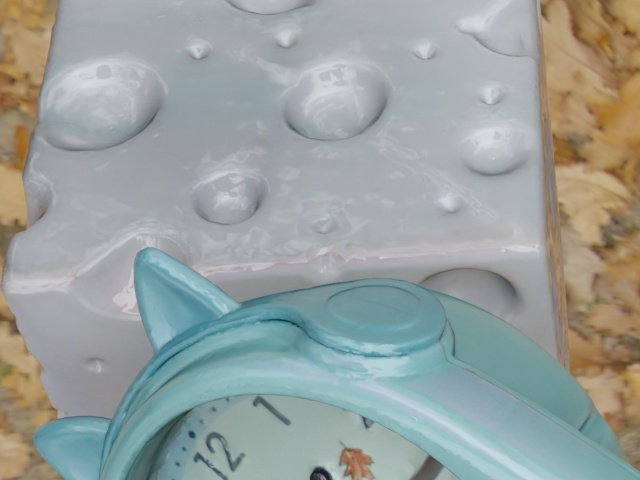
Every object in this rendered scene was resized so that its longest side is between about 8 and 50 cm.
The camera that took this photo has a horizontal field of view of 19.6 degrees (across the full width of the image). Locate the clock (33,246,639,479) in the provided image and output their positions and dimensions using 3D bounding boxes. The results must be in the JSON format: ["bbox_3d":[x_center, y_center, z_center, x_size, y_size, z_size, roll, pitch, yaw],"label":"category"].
[{"bbox_3d":[0.024,0.116,0.684,0.274,0.094,0.223,41,126,8],"label":"clock"}]

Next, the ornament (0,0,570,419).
[{"bbox_3d":[0.000,0.000,0.937,0.239,0.240,0.239,-4,48,8],"label":"ornament"}]
